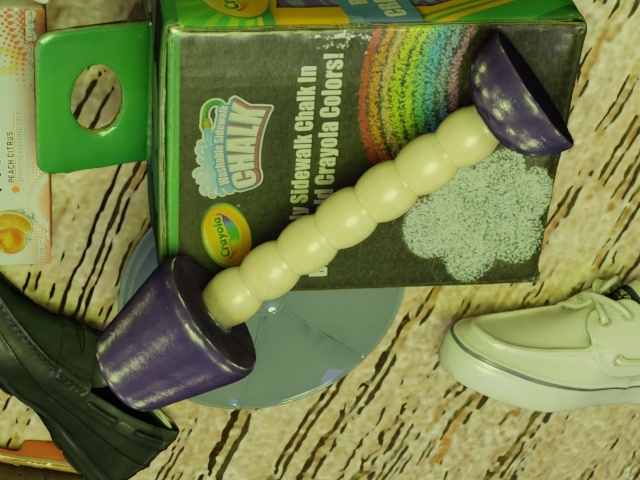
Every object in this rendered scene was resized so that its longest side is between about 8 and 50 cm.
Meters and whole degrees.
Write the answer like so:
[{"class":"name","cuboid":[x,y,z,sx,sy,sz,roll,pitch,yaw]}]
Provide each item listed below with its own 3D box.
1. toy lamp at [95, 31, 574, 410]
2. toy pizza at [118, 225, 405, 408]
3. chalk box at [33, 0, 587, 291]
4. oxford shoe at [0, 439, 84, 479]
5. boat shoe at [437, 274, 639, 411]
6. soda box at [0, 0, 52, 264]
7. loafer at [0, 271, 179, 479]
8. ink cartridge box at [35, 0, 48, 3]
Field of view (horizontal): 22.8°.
[{"class":"toy lamp","cuboid":[0.000,0.000,0.829,0.275,0.080,0.080,-34,123,16]},{"class":"toy pizza","cuboid":[-0.039,0.032,1.085,0.201,0.032,0.201,-8,126,-12]},{"class":"chalk box","cuboid":[-0.019,-0.090,0.922,0.289,0.179,0.180,-1,125,-9]},{"class":"oxford shoe","cuboid":[-0.268,0.193,1.114,0.271,0.098,0.097,3,124,-13]},{"class":"boat shoe","cuboid":[0.208,0.065,1.131,0.258,0.095,0.084,2,120,-24]},{"class":"soda box","cuboid":[-0.197,-0.073,0.971,0.063,0.058,0.183,-1,123,-10]},{"class":"loafer","cuboid":[-0.173,0.082,1.076,0.078,0.076,0.223,-30,129,4]},{"class":"ink cartridge box","cuboid":[-0.213,-0.256,0.765,0.273,0.114,0.198,22,145,-23]}]
